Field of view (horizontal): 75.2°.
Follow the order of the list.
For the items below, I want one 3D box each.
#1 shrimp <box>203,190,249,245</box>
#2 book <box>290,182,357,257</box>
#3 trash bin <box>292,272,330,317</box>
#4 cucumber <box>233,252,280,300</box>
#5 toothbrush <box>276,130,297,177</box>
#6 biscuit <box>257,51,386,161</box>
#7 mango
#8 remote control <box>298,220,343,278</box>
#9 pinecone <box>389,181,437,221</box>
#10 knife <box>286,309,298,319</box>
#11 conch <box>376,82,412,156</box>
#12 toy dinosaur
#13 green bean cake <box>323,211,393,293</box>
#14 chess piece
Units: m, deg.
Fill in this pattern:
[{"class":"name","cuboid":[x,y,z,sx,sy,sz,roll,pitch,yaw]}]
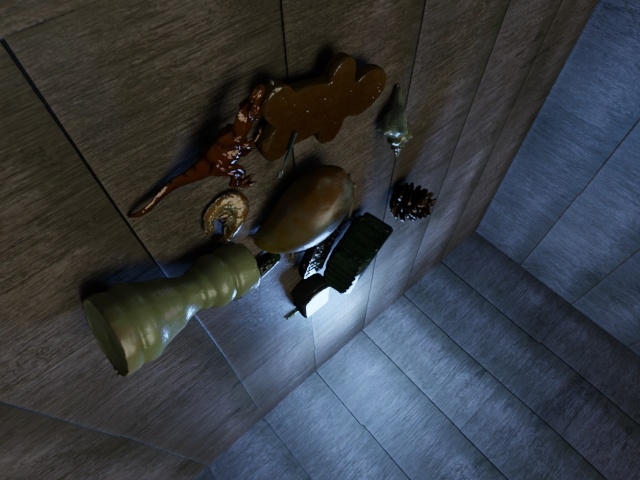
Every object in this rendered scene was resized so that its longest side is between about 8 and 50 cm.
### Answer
[{"class":"shrimp","cuboid":[-0.277,-0.063,1.186,0.133,0.051,0.187,4,123,-36]},{"class":"book","cuboid":[0.009,-0.076,1.638,0.323,0.018,0.228,-34,154,-26]},{"class":"trash bin","cuboid":[-0.041,0.261,1.980,0.177,0.101,0.236,-39,157,-19]},{"class":"cucumber","cuboid":[-0.241,0.117,1.477,0.241,0.074,0.074,-42,155,-15]},{"class":"toothbrush","cuboid":[-0.092,-0.230,1.131,0.014,0.011,0.167,-17,152,-35]},{"class":"biscuit","cuboid":[0.006,-0.373,1.121,0.432,0.064,0.283,-32,158,-25]},{"class":"mango","cuboid":[-0.050,-0.085,1.331,0.384,0.198,0.221,-37,164,9]},{"class":"remote control","cuboid":[0.000,0.000,1.643,0.145,0.062,0.398,-25,151,-38]},{"class":"pinecone","cuboid":[0.420,-0.172,1.919,0.179,0.205,0.184,1,112,-63]},{"class":"knife","cuboid":[-0.094,0.344,2.122,0.212,0.015,0.054,-34,161,-27]},{"class":"conch","cuboid":[0.253,-0.390,1.427,0.115,0.137,0.234,-18,144,8]},{"class":"toy dinosaur","cuboid":[-0.241,-0.176,0.986,0.432,0.097,0.208,-45,165,16]},{"class":"green bean cake","cuboid":[0.152,0.059,1.840,0.300,0.169,0.307,-51,169,-28]},{"class":"chess piece","cuboid":[-0.387,0.158,1.156,0.442,0.234,0.234,-30,151,-41]}]
